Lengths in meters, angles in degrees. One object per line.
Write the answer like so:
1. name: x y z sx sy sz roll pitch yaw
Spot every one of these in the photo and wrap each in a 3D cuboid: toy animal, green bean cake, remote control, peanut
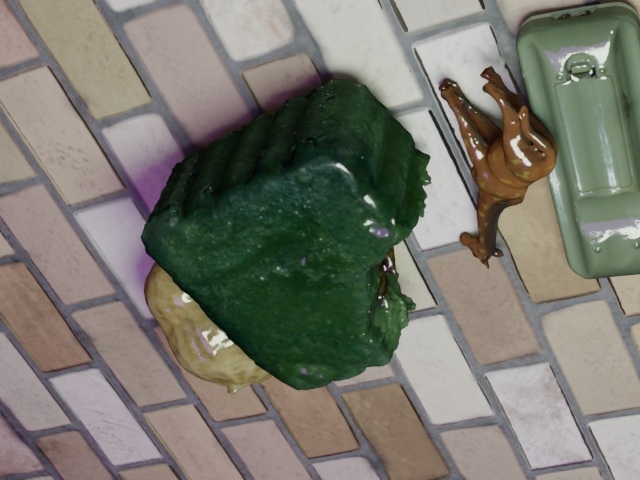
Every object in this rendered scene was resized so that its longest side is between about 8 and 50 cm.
1. toy animal: 0.186 -0.071 1.454 0.224 0.066 0.230 -5 121 57
2. green bean cake: 0.000 0.000 1.511 0.300 0.169 0.308 -23 121 30
3. remote control: 0.302 -0.094 1.424 0.128 0.065 0.335 -8 126 18
4. peanut: -0.138 0.099 1.651 0.129 0.129 0.224 -23 118 28
